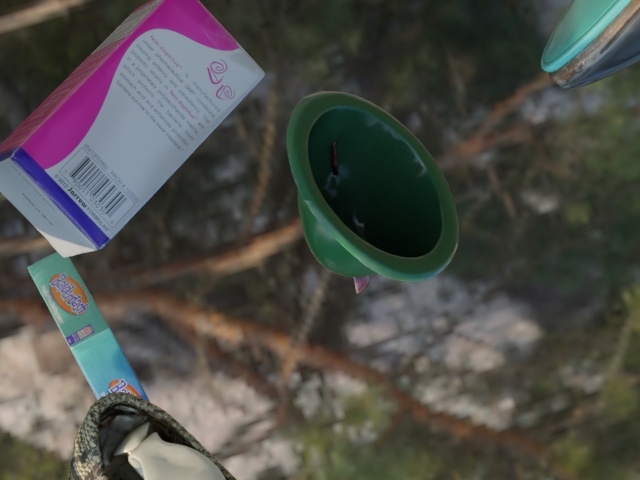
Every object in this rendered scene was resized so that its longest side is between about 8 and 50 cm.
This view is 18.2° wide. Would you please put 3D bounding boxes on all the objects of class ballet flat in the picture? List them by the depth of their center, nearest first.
[{"bbox_3d":[0.242,-0.196,1.191,0.280,0.096,0.095,-59,-166,9],"label":"ballet flat"},{"bbox_3d":[-0.063,0.313,1.797,0.164,0.483,0.182,-36,153,-26],"label":"ballet flat"}]

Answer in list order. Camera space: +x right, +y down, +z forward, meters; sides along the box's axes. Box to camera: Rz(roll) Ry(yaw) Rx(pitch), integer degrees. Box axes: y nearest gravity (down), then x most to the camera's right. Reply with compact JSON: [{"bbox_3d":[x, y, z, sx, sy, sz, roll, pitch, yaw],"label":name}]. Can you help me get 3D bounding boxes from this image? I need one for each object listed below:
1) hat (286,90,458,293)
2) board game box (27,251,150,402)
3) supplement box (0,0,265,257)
[{"bbox_3d":[0.000,0.000,1.681,0.208,0.173,0.183,37,132,-20],"label":"hat"},{"bbox_3d":[-0.223,0.131,2.070,0.047,0.160,0.210,-29,129,-7],"label":"board game box"},{"bbox_3d":[-0.171,-0.103,1.718,0.220,0.111,0.114,-48,-165,-20],"label":"supplement box"}]
